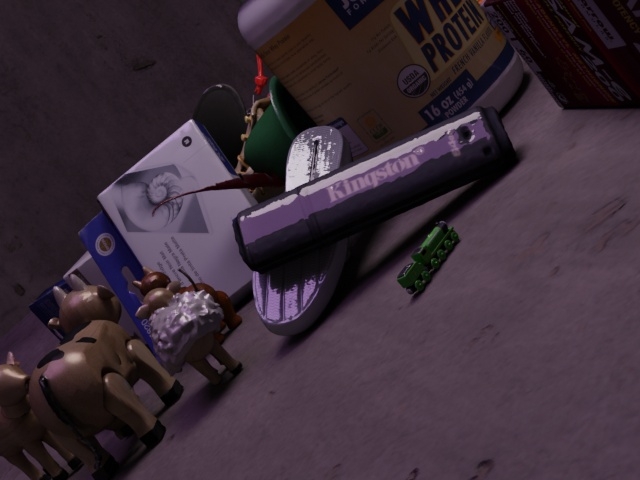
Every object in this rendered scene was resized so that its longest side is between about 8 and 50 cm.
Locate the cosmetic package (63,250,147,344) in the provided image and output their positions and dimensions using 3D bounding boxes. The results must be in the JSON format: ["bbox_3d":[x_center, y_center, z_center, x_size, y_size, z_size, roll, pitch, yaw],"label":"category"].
[{"bbox_3d":[-0.234,0.031,1.684,0.151,0.151,0.184,-35,14,28],"label":"cosmetic package"}]

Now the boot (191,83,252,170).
[{"bbox_3d":[-0.132,-0.159,1.906,0.091,0.263,0.229,1,29,9],"label":"boot"}]

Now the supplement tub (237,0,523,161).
[{"bbox_3d":[0.051,-0.239,1.334,0.228,0.316,0.228,-39,12,10],"label":"supplement tub"}]

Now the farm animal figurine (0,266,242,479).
[{"bbox_3d":[-0.257,0.139,1.294,0.330,0.172,0.327,-41,11,-1],"label":"farm animal figurine"}]

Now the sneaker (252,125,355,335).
[{"bbox_3d":[0.000,0.000,1.210,0.094,0.091,0.258,-5,48,24],"label":"sneaker"}]

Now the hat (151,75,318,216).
[{"bbox_3d":[-0.067,-0.085,1.446,0.183,0.208,0.173,-38,36,24],"label":"hat"}]

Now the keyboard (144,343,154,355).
[{"bbox_3d":[-0.295,0.187,1.590,0.192,0.038,0.100,-33,14,32],"label":"keyboard"}]

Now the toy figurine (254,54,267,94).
[{"bbox_3d":[0.080,-0.301,1.837,0.217,0.191,0.362,3,-24,-40],"label":"toy figurine"}]

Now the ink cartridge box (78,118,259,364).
[{"bbox_3d":[-0.179,0.002,1.468,0.224,0.223,0.045,-40,-19,10],"label":"ink cartridge box"}]

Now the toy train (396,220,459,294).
[{"bbox_3d":[0.090,0.013,1.000,0.017,0.024,0.083,-28,18,50],"label":"toy train"}]

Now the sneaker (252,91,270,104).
[{"bbox_3d":[-0.106,-0.171,2.142,0.299,0.120,0.112,-43,39,34],"label":"sneaker"}]

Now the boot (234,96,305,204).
[{"bbox_3d":[-0.096,-0.071,1.538,0.262,0.095,0.203,-39,-23,-42],"label":"boot"}]

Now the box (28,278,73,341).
[{"bbox_3d":[-0.354,0.116,1.795,0.036,0.136,0.225,-50,14,-33],"label":"box"}]

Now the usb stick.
[{"bbox_3d":[0.047,-0.048,1.125,0.278,0.045,0.077,-23,45,9],"label":"usb stick"}]

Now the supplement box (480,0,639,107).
[{"bbox_3d":[0.232,-0.182,1.001,0.073,0.130,0.239,-42,10,-4],"label":"supplement box"}]

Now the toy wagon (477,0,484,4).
[{"bbox_3d":[0.239,-0.321,1.659,0.344,0.068,0.267,-44,11,-16],"label":"toy wagon"}]
